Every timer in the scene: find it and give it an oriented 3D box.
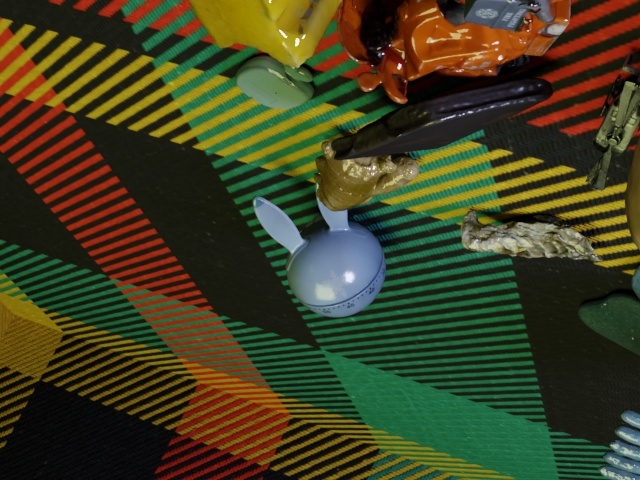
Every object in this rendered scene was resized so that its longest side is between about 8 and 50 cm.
[{"bbox_3d":[0.003,0.000,2.048,0.175,0.175,0.255,-4,118,53],"label":"timer"}]

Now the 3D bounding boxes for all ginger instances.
[{"bbox_3d":[0.040,-0.091,1.825,0.115,0.081,0.205,0,167,-35],"label":"ginger"}]

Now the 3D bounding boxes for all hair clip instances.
[{"bbox_3d":[0.523,0.213,1.795,0.392,0.238,0.318,21,158,12],"label":"hair clip"}]

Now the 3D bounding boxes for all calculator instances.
[{"bbox_3d":[-0.060,-0.210,1.731,0.095,0.021,0.153,33,162,-22],"label":"calculator"}]

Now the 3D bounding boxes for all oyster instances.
[{"bbox_3d":[0.295,0.007,1.797,0.200,0.061,0.106,2,151,48],"label":"oyster"}]

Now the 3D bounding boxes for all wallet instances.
[{"bbox_3d":[0.130,-0.137,1.523,0.165,0.042,0.309,-9,178,-19],"label":"wallet"}]

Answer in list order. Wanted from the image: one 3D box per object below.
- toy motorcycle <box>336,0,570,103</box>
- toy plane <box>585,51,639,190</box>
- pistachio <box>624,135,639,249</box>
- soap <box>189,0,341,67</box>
[{"bbox_3d":[0.135,-0.234,1.289,0.221,0.148,0.326,5,164,-8],"label":"toy motorcycle"},{"bbox_3d":[0.326,-0.139,1.373,0.053,0.078,0.197,25,146,7],"label":"toy plane"},{"bbox_3d":[0.391,-0.091,1.270,0.181,0.162,0.293,60,161,29],"label":"pistachio"},{"bbox_3d":[-0.010,-0.311,0.971,0.096,0.324,0.204,17,157,24],"label":"soap"}]
